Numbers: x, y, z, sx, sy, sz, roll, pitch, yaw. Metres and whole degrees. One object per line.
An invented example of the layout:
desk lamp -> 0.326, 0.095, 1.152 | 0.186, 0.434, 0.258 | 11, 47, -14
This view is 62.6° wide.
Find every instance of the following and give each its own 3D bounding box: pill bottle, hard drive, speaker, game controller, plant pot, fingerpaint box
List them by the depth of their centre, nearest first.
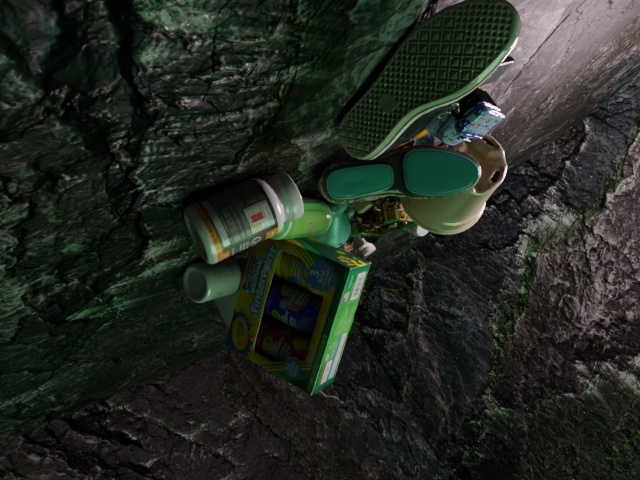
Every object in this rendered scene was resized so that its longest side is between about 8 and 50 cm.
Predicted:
pill bottle -> -0.194, -0.064, 1.351 | 0.279, 0.162, 0.162 | -26, 165, -20
hard drive -> 0.511, -0.505, 1.588 | 0.135, 0.022, 0.094 | -22, 164, -31
speaker -> -0.076, -0.070, 1.655 | 0.131, 0.131, 0.297 | -38, 165, 26
fingerpaint box -> -0.086, 0.216, 1.744 | 0.163, 0.371, 0.444 | -9, 119, -60
pill bottle -> -0.335, 0.124, 1.774 | 0.131, 0.131, 0.229 | -41, 163, 34
plant pot -> 0.468, -0.217, 1.798 | 0.334, 0.333, 0.305 | -28, 171, -13
game controller -> 0.320, -0.108, 2.314 | 0.319, 0.166, 0.067 | -33, 137, 5
pill bottle -> 0.195, 0.000, 2.449 | 0.078, 0.137, 0.078 | -29, 166, -8

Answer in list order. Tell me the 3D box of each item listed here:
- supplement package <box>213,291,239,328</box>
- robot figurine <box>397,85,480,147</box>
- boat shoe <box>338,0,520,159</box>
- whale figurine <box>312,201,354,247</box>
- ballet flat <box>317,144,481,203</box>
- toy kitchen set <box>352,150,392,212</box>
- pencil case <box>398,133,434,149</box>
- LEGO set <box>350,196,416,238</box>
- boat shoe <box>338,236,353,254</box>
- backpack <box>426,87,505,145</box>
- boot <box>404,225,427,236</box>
supplement package -> -0.264, 0.245, 2.209 | 0.199, 0.198, 0.263 | -40, 164, 35
robot figurine -> 0.315, -0.377, 1.493 | 0.291, 0.085, 0.211 | -31, 167, 4
boat shoe -> 0.242, -0.361, 1.216 | 0.156, 0.186, 0.500 | -25, 171, -45
whale figurine -> 0.045, -0.059, 1.918 | 0.217, 0.141, 0.272 | -25, 165, -21
ballet flat -> 0.228, -0.205, 1.606 | 0.484, 0.163, 0.182 | -7, -166, -2
toy kitchen set -> 0.208, -0.199, 1.810 | 0.207, 0.122, 0.166 | -37, 165, 24
pencil case -> 0.311, -0.324, 1.711 | 0.152, 0.065, 0.070 | -15, 131, -51
LEGO set -> 0.253, -0.138, 2.107 | 0.255, 0.191, 0.331 | -2, 167, -28
boat shoe -> 0.102, 0.020, 2.351 | 0.123, 0.123, 0.342 | -22, 164, -33
backpack -> 0.381, -0.322, 1.417 | 0.158, 0.116, 0.173 | 2, 143, -50
boot -> 0.444, -0.129, 2.180 | 0.258, 0.095, 0.123 | -42, -147, -12
